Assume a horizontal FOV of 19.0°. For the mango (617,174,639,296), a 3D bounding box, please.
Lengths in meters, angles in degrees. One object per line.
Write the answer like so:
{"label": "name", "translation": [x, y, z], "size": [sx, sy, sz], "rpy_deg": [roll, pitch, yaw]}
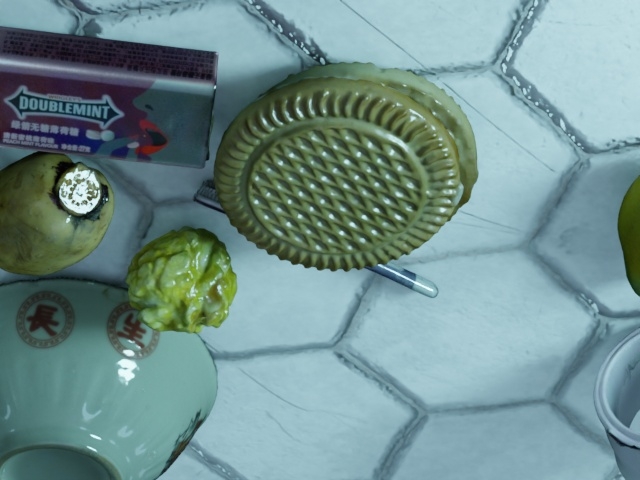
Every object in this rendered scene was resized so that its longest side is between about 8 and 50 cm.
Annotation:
{"label": "mango", "translation": [0.357, -0.008, 1.907], "size": [0.130, 0.092, 0.195], "rpy_deg": [9, 140, -9]}

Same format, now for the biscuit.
{"label": "biscuit", "translation": [0.026, -0.070, 1.867], "size": [0.259, 0.079, 0.259], "rpy_deg": [2, 134, 2]}

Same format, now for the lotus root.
{"label": "lotus root", "translation": [-0.284, -0.021, 1.903], "size": [0.125, 0.118, 0.221], "rpy_deg": [41, 145, -14]}

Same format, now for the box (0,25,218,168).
{"label": "box", "translation": [-0.212, -0.136, 1.816], "size": [0.224, 0.069, 0.120], "rpy_deg": [6, 135, -4]}

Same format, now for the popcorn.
{"label": "popcorn", "translation": [-0.138, 0.041, 1.964], "size": [0.120, 0.116, 0.106], "rpy_deg": [28, 113, -24]}

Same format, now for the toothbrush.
{"label": "toothbrush", "translation": [0.000, 0.000, 1.981], "size": [0.288, 0.024, 0.026], "rpy_deg": [23, 118, -19]}

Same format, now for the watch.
{"label": "watch", "translation": [0.412, 0.154, 2.020], "size": [0.217, 0.248, 0.211], "rpy_deg": [9, 144, 32]}

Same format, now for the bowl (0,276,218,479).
{"label": "bowl", "translation": [-0.286, 0.206, 2.103], "size": [0.337, 0.157, 0.337], "rpy_deg": [1, 136, 1]}
